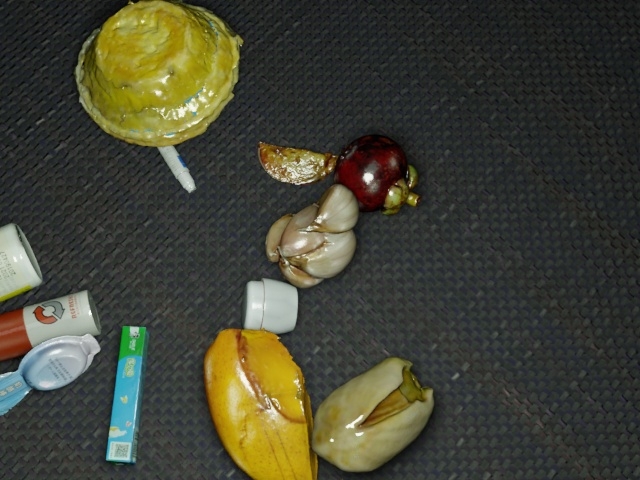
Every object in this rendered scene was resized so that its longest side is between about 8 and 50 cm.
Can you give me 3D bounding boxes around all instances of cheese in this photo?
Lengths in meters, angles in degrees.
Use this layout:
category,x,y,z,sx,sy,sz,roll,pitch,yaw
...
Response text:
category,x,y,z,sx,sy,sz,roll,pitch,yaw
cheese,-0.551,0.257,1.813,0.245,0.135,0.052,-28,47,-8

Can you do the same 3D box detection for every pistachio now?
category,x,y,z,sx,sy,sz,roll,pitch,yaw
pistachio,0.099,0.341,1.775,0.288,0.197,0.166,-25,80,-44

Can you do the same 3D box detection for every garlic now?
category,x,y,z,sx,sy,sz,roll,pitch,yaw
garlic,0.000,0.000,1.876,0.160,0.214,0.191,52,32,-19

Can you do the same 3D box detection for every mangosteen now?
category,x,y,z,sx,sy,sz,roll,pitch,yaw
mangosteen,0.124,-0.130,1.949,0.200,0.200,0.199,1,71,-2

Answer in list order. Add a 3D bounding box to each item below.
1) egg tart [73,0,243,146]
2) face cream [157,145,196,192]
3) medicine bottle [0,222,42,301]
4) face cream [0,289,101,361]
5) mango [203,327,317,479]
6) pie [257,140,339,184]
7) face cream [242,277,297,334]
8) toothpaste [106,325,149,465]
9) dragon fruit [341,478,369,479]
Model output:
category,x,y,z,sx,sy,sz,roll,pitch,yaw
egg tart,-0.358,-0.392,2.011,0.388,0.169,0.387,-2,66,6
face cream,-0.309,-0.158,2.008,0.034,0.034,0.130,-30,74,-12
medicine bottle,-0.705,0.074,1.855,0.258,0.143,0.143,-23,74,-11
face cream,-0.558,0.172,1.853,0.214,0.096,0.095,-16,73,-7
mango,-0.102,0.332,1.787,0.199,0.201,0.350,-24,82,31
pie,-0.051,-0.165,2.025,0.191,0.033,0.088,9,75,0
face cream,-0.104,0.135,1.876,0.104,0.117,0.117,4,71,-11
toothpaste,-0.380,0.308,1.833,0.050,0.065,0.266,3,72,2
dragon fruit,0.036,0.541,1.758,0.138,0.175,0.142,11,102,11
